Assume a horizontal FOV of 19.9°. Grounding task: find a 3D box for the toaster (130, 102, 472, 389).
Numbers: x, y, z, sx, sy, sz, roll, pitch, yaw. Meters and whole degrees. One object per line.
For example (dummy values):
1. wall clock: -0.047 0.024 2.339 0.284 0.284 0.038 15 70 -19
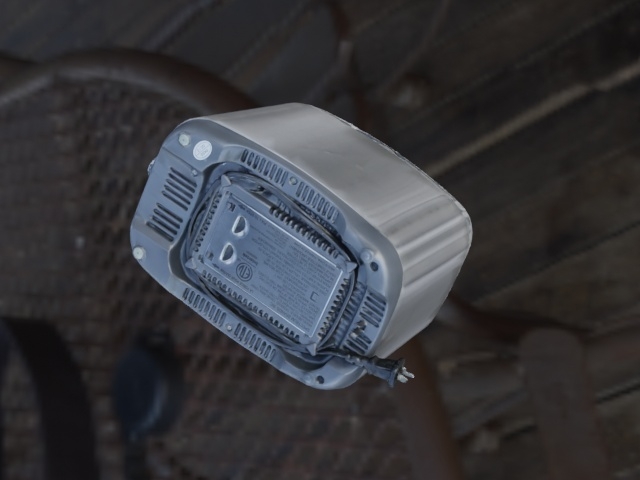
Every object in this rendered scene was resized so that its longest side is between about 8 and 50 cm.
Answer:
1. toaster: 0.000 0.000 1.196 0.227 0.146 0.129 33 118 19
